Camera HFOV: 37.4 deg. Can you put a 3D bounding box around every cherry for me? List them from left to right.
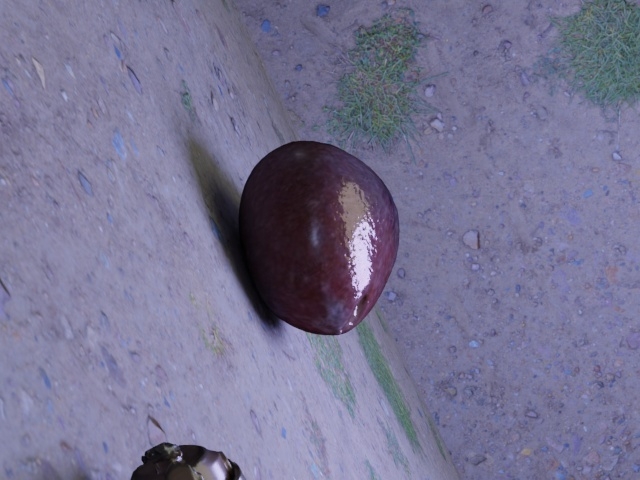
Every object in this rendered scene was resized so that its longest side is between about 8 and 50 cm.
[{"bbox_3d":[0.000,0.000,1.339,0.261,0.221,0.308,42,36,-50],"label":"cherry"}]

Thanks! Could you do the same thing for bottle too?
[{"bbox_3d":[-0.083,0.203,0.642,0.099,0.098,0.152,-51,117,-81],"label":"bottle"}]
